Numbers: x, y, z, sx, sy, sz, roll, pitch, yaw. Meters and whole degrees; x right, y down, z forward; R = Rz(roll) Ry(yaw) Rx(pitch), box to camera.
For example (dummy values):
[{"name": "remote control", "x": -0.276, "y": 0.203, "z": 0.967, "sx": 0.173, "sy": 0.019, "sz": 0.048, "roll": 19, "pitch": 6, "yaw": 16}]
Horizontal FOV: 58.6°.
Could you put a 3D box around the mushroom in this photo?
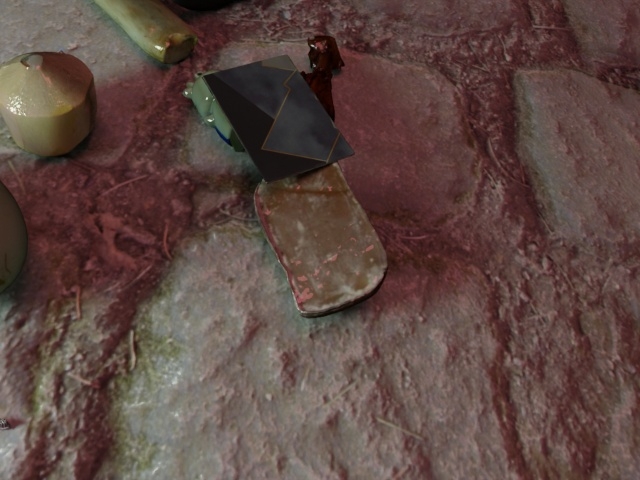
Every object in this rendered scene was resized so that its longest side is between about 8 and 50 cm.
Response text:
[{"name": "mushroom", "x": -0.368, "y": -0.452, "z": 1.089, "sx": 0.312, "sy": 0.081, "sz": 0.100, "roll": 43, "pitch": 65, "yaw": 10}]

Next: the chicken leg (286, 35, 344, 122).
[{"name": "chicken leg", "x": -0.009, "y": -0.284, "z": 1.065, "sx": 0.113, "sy": 0.093, "sz": 0.305, "roll": 29, "pitch": 47, "yaw": -14}]

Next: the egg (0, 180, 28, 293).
[{"name": "egg", "x": -0.505, "y": -0.026, "z": 0.715, "sx": 0.282, "sy": 0.203, "sz": 0.203, "roll": 34, "pitch": 58, "yaw": 8}]

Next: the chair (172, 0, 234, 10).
[{"name": "chair", "x": -0.283, "y": -0.702, "z": 1.114, "sx": 0.364, "sy": 0.362, "sz": 0.410, "roll": -32, "pitch": 75, "yaw": -28}]

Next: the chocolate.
[{"name": "chocolate", "x": -0.002, "y": 0.001, "z": 0.884, "sx": 0.156, "sy": 0.080, "sz": 0.254, "roll": -21, "pitch": 63, "yaw": -9}]

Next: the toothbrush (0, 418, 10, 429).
[{"name": "toothbrush", "x": -0.462, "y": 0.210, "z": 0.690, "sx": 0.167, "sy": 0.014, "sz": 0.011, "roll": 11, "pitch": 40, "yaw": -5}]

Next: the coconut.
[{"name": "coconut", "x": -0.425, "y": -0.221, "z": 0.885, "sx": 0.147, "sy": 0.153, "sz": 0.147, "roll": 6, "pitch": 55, "yaw": -9}]

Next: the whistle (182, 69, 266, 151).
[{"name": "whistle", "x": -0.143, "y": -0.214, "z": 0.980, "sx": 0.110, "sy": 0.092, "sz": 0.244, "roll": -33, "pitch": 69, "yaw": -29}]

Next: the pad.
[{"name": "pad", "x": -0.070, "y": -0.206, "z": 0.931, "sx": 0.163, "sy": 0.004, "sz": 0.243, "roll": -22, "pitch": 66, "yaw": -22}]
